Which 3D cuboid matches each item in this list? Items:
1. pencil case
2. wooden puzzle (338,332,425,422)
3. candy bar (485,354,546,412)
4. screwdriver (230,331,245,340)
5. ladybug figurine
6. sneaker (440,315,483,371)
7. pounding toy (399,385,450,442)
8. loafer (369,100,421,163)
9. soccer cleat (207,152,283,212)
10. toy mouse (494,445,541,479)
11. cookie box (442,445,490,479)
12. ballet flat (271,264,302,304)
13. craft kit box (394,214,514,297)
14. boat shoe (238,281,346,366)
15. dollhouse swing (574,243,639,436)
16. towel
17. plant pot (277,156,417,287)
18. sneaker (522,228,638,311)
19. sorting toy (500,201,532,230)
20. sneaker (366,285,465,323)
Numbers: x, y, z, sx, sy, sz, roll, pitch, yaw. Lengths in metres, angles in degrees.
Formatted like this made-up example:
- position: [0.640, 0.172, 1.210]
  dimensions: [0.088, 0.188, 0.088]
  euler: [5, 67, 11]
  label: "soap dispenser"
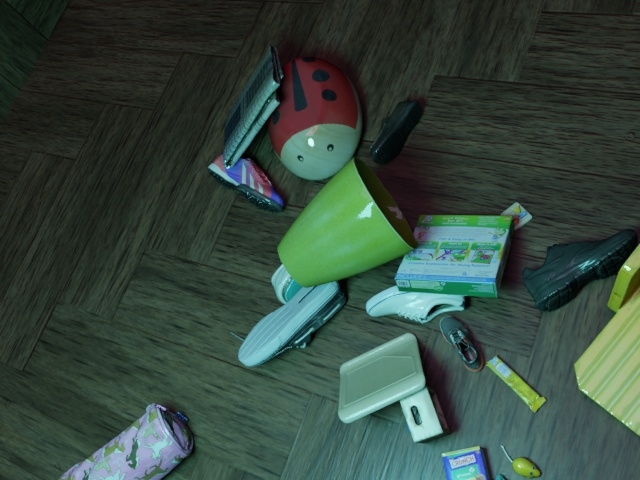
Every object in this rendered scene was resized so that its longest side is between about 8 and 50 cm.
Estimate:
- position: [-0.526, 0.602, 1.850]
  dimensions: [0.386, 0.160, 0.167]
  euler: [-38, 27, 4]
  label: "pencil case"
- position: [0.147, 0.333, 1.681]
  dimensions: [0.220, 0.044, 0.239]
  euler: [-28, 17, 10]
  label: "wooden puzzle"
- position: [0.453, 0.330, 1.619]
  dimensions: [0.040, 0.018, 0.161]
  euler: [-43, 56, -4]
  label: "candy bar"
- position: [-0.193, 0.291, 1.937]
  dimensions: [0.169, 0.025, 0.024]
  euler: [22, 77, 40]
  label: "screwdriver"
- position: [-0.035, -0.396, 2.107]
  dimensions: [0.305, 0.162, 0.450]
  euler: [-23, 59, 13]
  label: "ladybug figurine"
- position: [0.342, 0.242, 1.684]
  dimensions: [0.061, 0.065, 0.158]
  euler: [-37, 57, 4]
  label: "sneaker"
- position: [0.228, 0.402, 1.631]
  dimensions: [0.100, 0.130, 0.141]
  euler: [-24, 67, 12]
  label: "pounding toy"
- position: [0.208, -0.317, 2.017]
  dimensions: [0.078, 0.080, 0.220]
  euler: [27, 74, 42]
  label: "loafer"
- position: [-0.214, -0.189, 2.126]
  dimensions: [0.318, 0.109, 0.116]
  euler: [31, 77, 35]
  label: "soccer cleat"
- position: [0.434, 0.549, 1.514]
  dimensions: [0.161, 0.031, 0.143]
  euler: [24, 78, 31]
  label: "toy mouse"
- position: [0.331, 0.528, 1.565]
  dimensions: [0.091, 0.040, 0.107]
  euler: [-18, 59, 17]
  label: "cookie box"
- position: [0.000, 0.000, 1.932]
  dimensions: [0.139, 0.139, 0.400]
  euler: [37, 86, 33]
  label: "ballet flat"
- position: [0.339, 0.032, 1.736]
  dimensions: [0.249, 0.061, 0.247]
  euler: [2, 45, 27]
  label: "craft kit box"
- position: [-0.063, 0.231, 1.838]
  dimensions: [0.335, 0.119, 0.121]
  euler: [-40, 31, -1]
  label: "boat shoe"
- position: [0.719, 0.219, 1.397]
  dimensions: [0.305, 0.315, 0.347]
  euler: [-43, 60, -12]
  label: "dollhouse swing"
- position: [-0.206, -0.414, 2.133]
  dimensions: [0.324, 0.056, 0.312]
  euler: [-53, 24, 27]
  label: "towel"
- position: [0.045, -0.016, 1.749]
  dimensions: [0.293, 0.274, 0.275]
  euler: [-34, 57, 15]
  label: "plant pot"
- position: [0.608, 0.045, 1.640]
  dimensions: [0.286, 0.109, 0.130]
  euler: [-31, 51, 5]
  label: "sneaker"
- position: [0.495, -0.055, 1.790]
  dimensions: [0.083, 0.012, 0.062]
  euler: [-38, 57, 3]
  label: "sorting toy"
- position: [0.240, 0.162, 1.752]
  dimensions: [0.258, 0.094, 0.091]
  euler: [-17, 58, 17]
  label: "sneaker"
